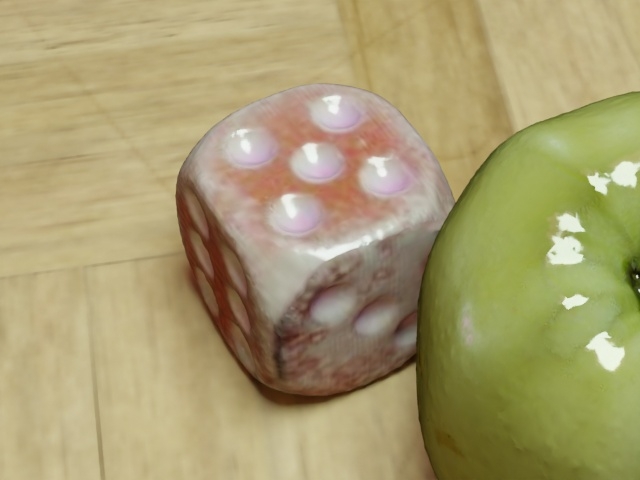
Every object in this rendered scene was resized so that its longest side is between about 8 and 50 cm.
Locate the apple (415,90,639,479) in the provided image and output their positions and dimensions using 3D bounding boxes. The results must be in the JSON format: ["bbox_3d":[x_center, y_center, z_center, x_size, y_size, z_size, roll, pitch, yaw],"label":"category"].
[{"bbox_3d":[0.120,0.040,0.667,0.200,0.200,0.200,-1,49,2],"label":"apple"}]

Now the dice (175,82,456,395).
[{"bbox_3d":[0.000,0.000,0.759,0.091,0.093,0.094,-22,51,-16],"label":"dice"}]
